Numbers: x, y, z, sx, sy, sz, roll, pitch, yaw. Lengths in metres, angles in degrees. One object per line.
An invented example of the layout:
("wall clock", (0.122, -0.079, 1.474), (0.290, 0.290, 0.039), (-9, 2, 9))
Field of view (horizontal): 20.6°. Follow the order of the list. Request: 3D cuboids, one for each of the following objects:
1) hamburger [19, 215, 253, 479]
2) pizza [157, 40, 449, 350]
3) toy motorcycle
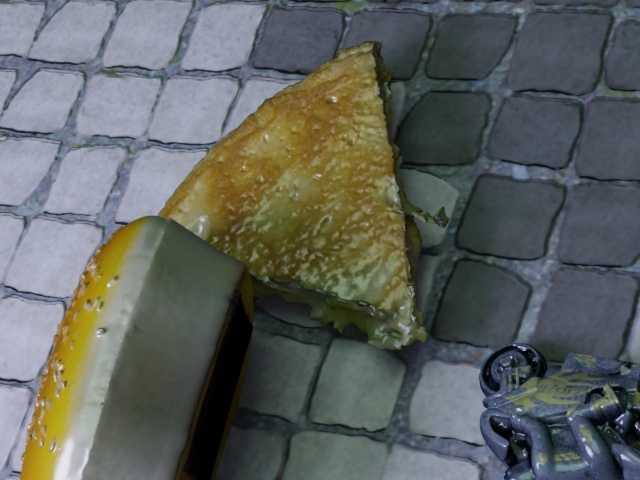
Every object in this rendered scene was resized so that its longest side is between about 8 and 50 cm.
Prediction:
("hamburger", (-0.148, 0.126, 1.340), (0.151, 0.227, 0.295), (17, 62, 6))
("pizza", (0.000, 0.000, 1.452), (0.280, 0.075, 0.288), (-36, 54, 3))
("toy motorcycle", (0.184, 0.140, 1.284), (0.193, 0.061, 0.124), (14, 59, 36))
